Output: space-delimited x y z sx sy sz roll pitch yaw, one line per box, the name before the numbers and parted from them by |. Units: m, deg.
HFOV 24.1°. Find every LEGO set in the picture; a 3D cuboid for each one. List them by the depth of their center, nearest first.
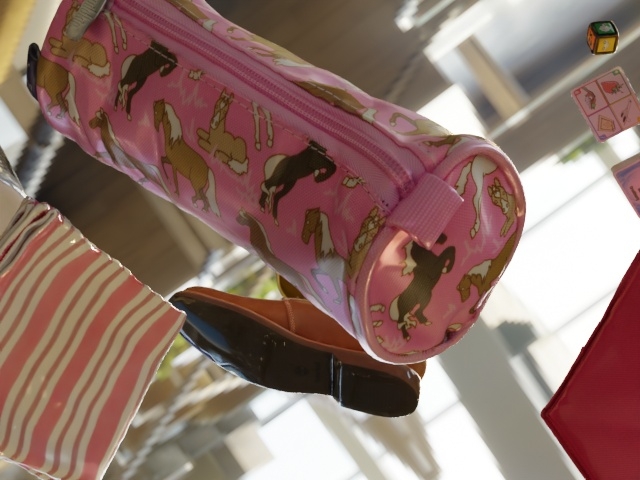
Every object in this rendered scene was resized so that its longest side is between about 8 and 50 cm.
LEGO set | 0.327 -0.121 1.321 0.182 0.060 0.244 -27 133 13

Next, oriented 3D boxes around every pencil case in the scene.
pencil case | -0.037 -0.067 1.025 0.167 0.386 0.160 1 117 -50

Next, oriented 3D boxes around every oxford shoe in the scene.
oxford shoe | -0.017 0.074 1.185 0.076 0.212 0.076 102 8 -48

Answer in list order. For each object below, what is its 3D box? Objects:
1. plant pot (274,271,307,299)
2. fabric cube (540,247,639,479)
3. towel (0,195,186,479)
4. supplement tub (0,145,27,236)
plant pot | 0.000 0.000 1.724 0.134 0.095 0.134 -13 135 -13
fabric cube | 0.400 0.152 1.309 0.258 0.254 0.259 4 127 -31
towel | -0.158 0.074 0.927 0.144 0.029 0.197 -63 148 -13
supplement tub | -0.324 -0.043 1.310 0.117 0.117 0.190 -35 -146 -4
